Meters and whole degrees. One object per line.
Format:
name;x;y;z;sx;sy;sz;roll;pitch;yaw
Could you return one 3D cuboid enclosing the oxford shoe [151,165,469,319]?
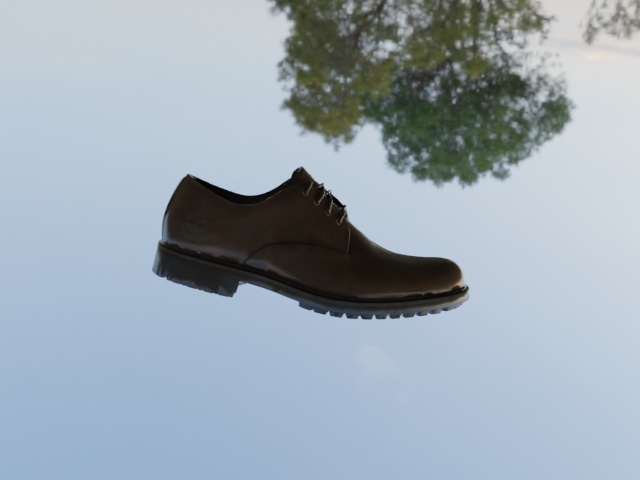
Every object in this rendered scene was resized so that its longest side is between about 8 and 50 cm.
oxford shoe;0.000;0.000;0.538;0.227;0.096;0.083;12;-173;-4
